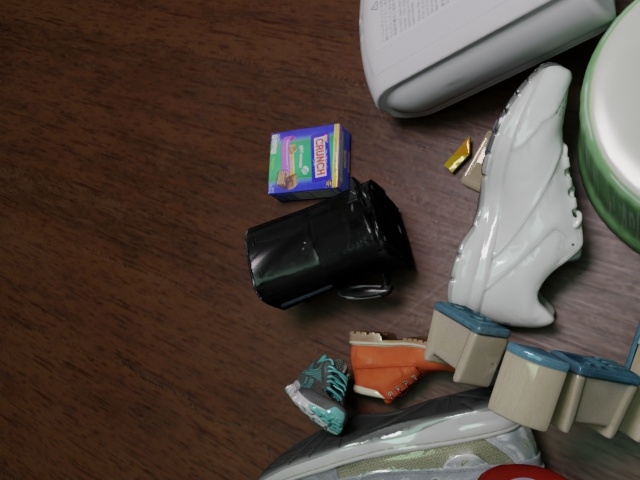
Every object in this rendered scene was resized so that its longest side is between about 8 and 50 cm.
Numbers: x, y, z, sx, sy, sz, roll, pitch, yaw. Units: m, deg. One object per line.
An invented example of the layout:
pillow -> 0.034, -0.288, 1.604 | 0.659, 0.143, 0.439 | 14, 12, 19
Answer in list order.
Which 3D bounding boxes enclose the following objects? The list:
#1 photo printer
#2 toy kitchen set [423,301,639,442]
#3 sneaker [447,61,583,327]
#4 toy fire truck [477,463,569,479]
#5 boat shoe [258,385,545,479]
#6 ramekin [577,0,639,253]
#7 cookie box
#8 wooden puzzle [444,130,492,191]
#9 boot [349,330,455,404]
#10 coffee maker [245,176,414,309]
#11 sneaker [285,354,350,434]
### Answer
photo printer -> 0.169, -0.298, 0.780 | 0.307, 0.107, 0.256 | -21, 62, 45
toy kitchen set -> 0.242, 0.106, 0.677 | 0.166, 0.207, 0.122 | 31, 106, 64
sneaker -> 0.233, -0.043, 0.736 | 0.129, 0.111, 0.297 | 15, 103, 17
toy fire truck -> 0.216, 0.336, 0.547 | 0.302, 0.254, 0.170 | 6, 105, 29
boat shoe -> 0.080, 0.250, 0.744 | 0.320, 0.118, 0.103 | -20, 87, 15
ramekin -> 0.400, -0.121, 0.640 | 0.303, 0.148, 0.304 | -6, 76, 26
cookie box -> -0.015, -0.105, 0.913 | 0.107, 0.040, 0.092 | -4, 76, 26
wooden puzzle -> 0.214, -0.089, 0.807 | 0.116, 0.014, 0.079 | 38, 101, 29
boot -> 0.105, 0.153, 0.787 | 0.157, 0.059, 0.085 | -1, 81, 36
coffee maker -> 0.000, 0.000, 0.807 | 0.178, 0.171, 0.120 | -21, 43, 19
sneaker -> 0.005, 0.172, 0.786 | 0.065, 0.166, 0.076 | 41, 82, -11
